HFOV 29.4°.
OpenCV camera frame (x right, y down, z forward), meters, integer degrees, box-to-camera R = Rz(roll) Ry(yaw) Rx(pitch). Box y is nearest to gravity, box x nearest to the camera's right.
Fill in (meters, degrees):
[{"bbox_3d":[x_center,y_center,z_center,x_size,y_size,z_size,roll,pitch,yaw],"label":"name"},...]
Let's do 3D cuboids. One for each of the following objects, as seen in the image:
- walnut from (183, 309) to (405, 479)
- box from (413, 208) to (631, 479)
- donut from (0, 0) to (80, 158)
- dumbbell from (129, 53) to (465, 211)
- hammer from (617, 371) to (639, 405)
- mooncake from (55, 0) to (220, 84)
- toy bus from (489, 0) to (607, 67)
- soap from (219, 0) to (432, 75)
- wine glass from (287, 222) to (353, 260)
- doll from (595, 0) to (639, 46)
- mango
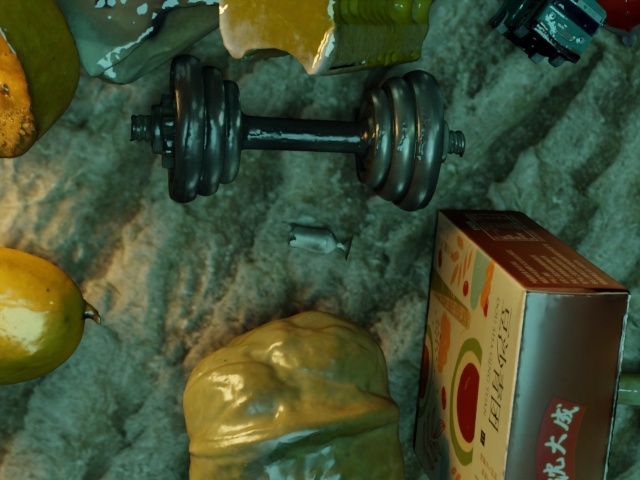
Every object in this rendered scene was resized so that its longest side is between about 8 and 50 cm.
[{"bbox_3d":[-0.035,0.240,1.518,0.277,0.282,0.253,-10,144,-13],"label":"walnut"},{"bbox_3d":[0.224,0.170,1.470,0.122,0.385,0.345,2,104,-9],"label":"box"},{"bbox_3d":[-0.383,-0.229,1.356,0.108,0.277,0.277,-44,110,-34],"label":"donut"},{"bbox_3d":[-0.024,-0.126,1.464,0.406,0.179,0.179,2,104,-11],"label":"dumbbell"},{"bbox_3d":[0.410,0.203,1.661,0.305,0.113,0.202,3,101,-5],"label":"hammer"},{"bbox_3d":[-0.208,-0.333,1.396,0.250,0.136,0.254,-29,95,1],"label":"mooncake"},{"bbox_3d":[0.278,-0.270,1.486,0.079,0.160,0.092,35,94,-15],"label":"toy bus"},{"bbox_3d":[0.030,-0.338,1.334,0.156,0.335,0.293,14,107,19],"label":"soap"},{"bbox_3d":[0.000,0.000,1.574,0.083,0.042,0.039,12,132,-5],"label":"wine glass"},{"bbox_3d":[0.377,-0.314,1.519,0.104,0.062,0.195,-24,137,-1],"label":"doll"},{"bbox_3d":[-0.426,0.089,1.491,0.316,0.119,0.176,9,105,-2],"label":"mango"}]
